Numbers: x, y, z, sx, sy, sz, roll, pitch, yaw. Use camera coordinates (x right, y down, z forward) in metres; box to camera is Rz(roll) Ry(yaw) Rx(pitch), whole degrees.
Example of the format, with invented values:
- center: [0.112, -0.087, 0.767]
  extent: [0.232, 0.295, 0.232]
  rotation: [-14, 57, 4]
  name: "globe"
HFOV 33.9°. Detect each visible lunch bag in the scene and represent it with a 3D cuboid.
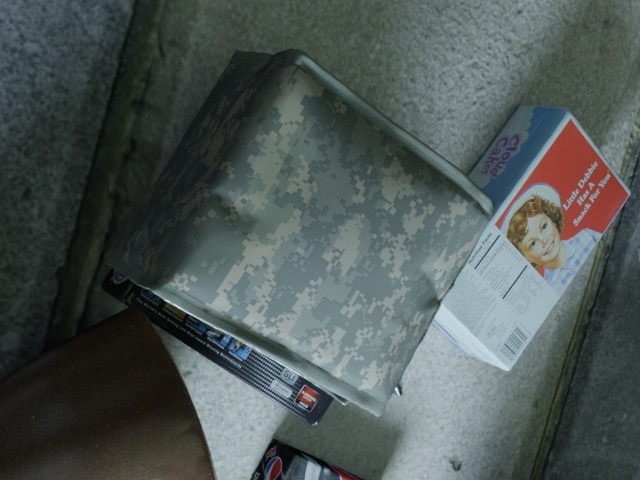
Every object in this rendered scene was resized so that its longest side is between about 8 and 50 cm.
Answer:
- center: [0.000, 0.000, 0.942]
  extent: [0.287, 0.169, 0.235]
  rotation: [33, 83, -28]
  name: "lunch bag"

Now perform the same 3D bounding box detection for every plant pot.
- center: [-0.234, 0.194, 0.895]
  extent: [0.230, 0.215, 0.215]
  rotation: [-19, 111, -22]
  name: "plant pot"

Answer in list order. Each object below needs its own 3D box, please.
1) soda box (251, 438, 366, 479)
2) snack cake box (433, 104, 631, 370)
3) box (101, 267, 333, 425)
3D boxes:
- center: [0.008, 0.277, 1.150]
  extent: [0.169, 0.053, 0.060]
  rotation: [31, 84, -33]
  name: "soda box"
- center: [0.220, -0.006, 1.194]
  extent: [0.152, 0.089, 0.264]
  rotation: [44, 77, -29]
  name: "snack cake box"
- center: [-0.050, 0.031, 1.052]
  extent: [0.270, 0.060, 0.216]
  rotation: [39, 80, -32]
  name: "box"
